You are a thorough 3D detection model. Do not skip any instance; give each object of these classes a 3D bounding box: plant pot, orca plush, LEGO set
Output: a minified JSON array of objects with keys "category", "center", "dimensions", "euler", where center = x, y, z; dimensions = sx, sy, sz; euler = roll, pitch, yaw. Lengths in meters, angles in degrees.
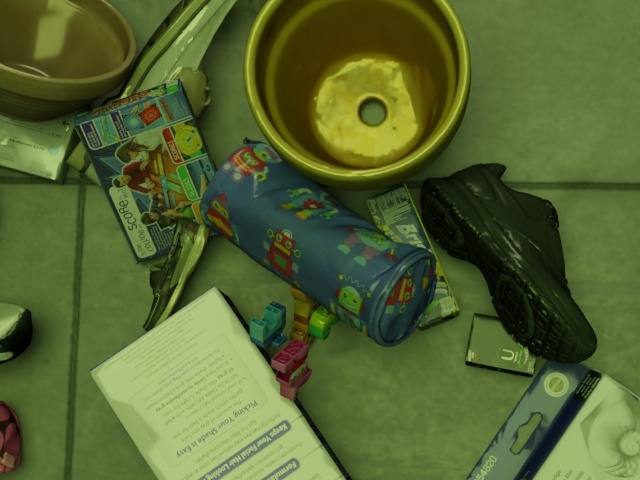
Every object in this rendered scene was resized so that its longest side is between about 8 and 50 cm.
[{"category":"plant pot","center":[-0.350,-0.220,1.832],"dimensions":[0.237,0.237,0.110],"euler":[32,127,9]},{"category":"orca plush","center":[-0.476,0.153,1.863],"dimensions":[0.287,0.151,0.102],"euler":[-16,112,1]},{"category":"LEGO set","center":[-0.013,0.105,1.804],"dimensions":[0.087,0.093,0.227],"euler":[23,41,25]},{"category":"plant pot","center":[0.051,-0.174,1.782],"dimensions":[0.254,0.239,0.254],"euler":[-1,82,6]}]

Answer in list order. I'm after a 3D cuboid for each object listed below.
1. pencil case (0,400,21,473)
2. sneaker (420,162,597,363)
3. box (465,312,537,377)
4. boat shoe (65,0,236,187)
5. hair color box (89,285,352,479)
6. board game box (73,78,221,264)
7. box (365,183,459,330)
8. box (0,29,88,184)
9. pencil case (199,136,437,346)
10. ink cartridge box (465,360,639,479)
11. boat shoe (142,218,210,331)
[{"category":"pencil case","center":[-0.468,0.266,1.850],"dimensions":[0.209,0.095,0.098],"euler":[-19,45,5]},{"category":"sneaker","center":[0.242,0.014,1.784],"dimensions":[0.130,0.109,0.286],"euler":[-26,67,-23]},{"category":"box","center":[0.218,0.125,1.817],"dimensions":[0.083,0.052,0.062],"euler":[11,82,8]},{"category":"boat shoe","center":[-0.186,-0.190,1.880],"dimensions":[0.103,0.113,0.302],"euler":[36,100,-13]},{"category":"hair color box","center":[-0.100,0.245,1.806],"dimensions":[0.185,0.110,0.339],"euler":[-34,78,-1]},{"category":"board game box","center":[-0.197,-0.081,1.840],"dimensions":[0.136,0.035,0.201],"euler":[-18,119,2]},{"category":"box","center":[0.111,0.021,1.839],"dimensions":[0.054,0.059,0.169],"euler":[-22,80,2]},{"category":"box","center":[-0.367,-0.179,1.928],"dimensions":[0.145,0.038,0.186],"euler":[15,83,9]},{"category":"pencil case","center":[0.000,0.000,1.763],"dimensions":[0.306,0.133,0.119],"euler":[34,129,31]},{"category":"ink cartridge box","center":[0.311,0.273,1.790],"dimensions":[0.224,0.045,0.223],"euler":[34,87,10]},{"category":"boat shoe","center":[-0.184,0.042,1.857],"dimensions":[0.049,0.056,0.152],"euler":[26,97,-7]}]
